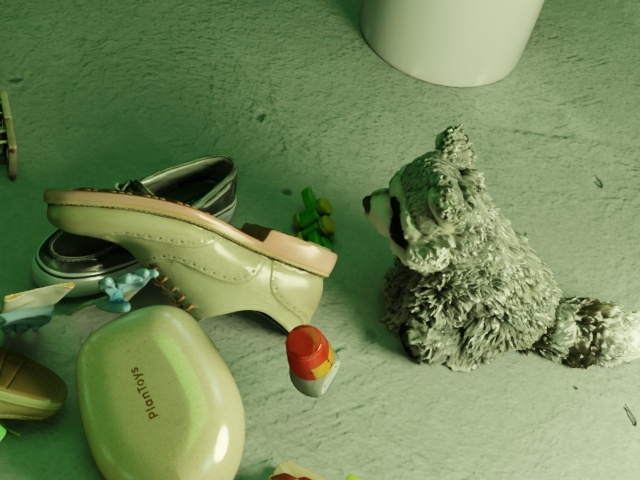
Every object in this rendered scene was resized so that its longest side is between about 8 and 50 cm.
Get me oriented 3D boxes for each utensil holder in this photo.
[{"bbox_3d":[0.249,-0.500,2.160,0.327,0.385,0.328,7,44,-7],"label":"utensil holder"}]

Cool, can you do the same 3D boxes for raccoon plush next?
[{"bbox_3d":[0.272,0.004,1.730,0.446,0.299,0.216,0,46,-14],"label":"raccoon plush"}]

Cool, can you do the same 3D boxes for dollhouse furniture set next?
[{"bbox_3d":[-0.503,-0.190,1.808,0.129,0.184,0.129,-5,48,-19],"label":"dollhouse furniture set"}]

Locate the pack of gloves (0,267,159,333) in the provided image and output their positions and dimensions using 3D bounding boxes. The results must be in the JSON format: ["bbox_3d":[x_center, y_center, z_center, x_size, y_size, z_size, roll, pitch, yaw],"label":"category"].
[{"bbox_3d":[-0.305,0.091,1.580,0.195,0.232,0.046,-14,81,-23],"label":"pack of gloves"}]

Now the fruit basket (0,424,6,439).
[{"bbox_3d":[-0.488,0.320,1.313,0.392,0.283,0.392,10,75,-41],"label":"fruit basket"}]

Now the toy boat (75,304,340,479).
[{"bbox_3d":[-0.128,0.191,1.540,0.318,0.148,0.267,-20,67,-2],"label":"toy boat"}]

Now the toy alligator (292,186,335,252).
[{"bbox_3d":[0.000,0.000,1.845,0.051,0.056,0.190,37,30,-38],"label":"toy alligator"}]

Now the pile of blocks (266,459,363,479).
[{"bbox_3d":[0.063,0.369,1.451,0.149,0.113,0.362,-25,57,-32],"label":"pile of blocks"}]

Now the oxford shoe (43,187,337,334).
[{"bbox_3d":[-0.174,0.028,1.655,0.397,0.147,0.140,16,-1,-16],"label":"oxford shoe"}]

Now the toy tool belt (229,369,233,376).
[{"bbox_3d":[-0.148,0.158,1.649,0.052,0.051,0.083,-21,54,-30],"label":"toy tool belt"}]

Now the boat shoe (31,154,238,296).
[{"bbox_3d":[-0.255,-0.038,1.767,0.335,0.119,0.121,-31,60,-36],"label":"boat shoe"}]

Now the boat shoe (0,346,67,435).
[{"bbox_3d":[-0.451,0.178,1.542,0.285,0.089,0.104,13,18,-5],"label":"boat shoe"}]
